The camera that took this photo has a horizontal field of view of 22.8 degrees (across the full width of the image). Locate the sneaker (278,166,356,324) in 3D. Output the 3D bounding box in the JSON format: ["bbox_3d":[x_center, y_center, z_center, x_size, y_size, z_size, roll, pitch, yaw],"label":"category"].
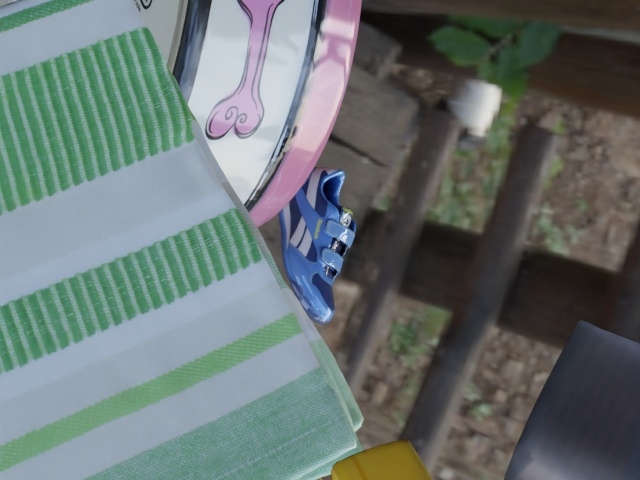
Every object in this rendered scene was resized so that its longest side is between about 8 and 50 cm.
[{"bbox_3d":[0.000,0.000,1.355,0.053,0.059,0.144,42,37,-65],"label":"sneaker"}]

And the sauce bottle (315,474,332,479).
[{"bbox_3d":[-0.080,0.266,1.152,0.111,0.111,0.344,66,26,-23],"label":"sauce bottle"}]

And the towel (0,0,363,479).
[{"bbox_3d":[-0.148,0.021,0.866,0.247,0.038,0.325,-23,75,-23],"label":"towel"}]

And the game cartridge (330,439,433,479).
[{"bbox_3d":[0.085,0.290,0.683,0.052,0.285,0.324,-20,131,-10],"label":"game cartridge"}]

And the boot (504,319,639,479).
[{"bbox_3d":[0.236,0.039,0.518,0.264,0.280,0.096,-60,157,-17],"label":"boot"}]

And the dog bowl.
[{"bbox_3d":[-0.114,-0.177,1.197,0.150,0.408,0.408,7,96,-29],"label":"dog bowl"}]
